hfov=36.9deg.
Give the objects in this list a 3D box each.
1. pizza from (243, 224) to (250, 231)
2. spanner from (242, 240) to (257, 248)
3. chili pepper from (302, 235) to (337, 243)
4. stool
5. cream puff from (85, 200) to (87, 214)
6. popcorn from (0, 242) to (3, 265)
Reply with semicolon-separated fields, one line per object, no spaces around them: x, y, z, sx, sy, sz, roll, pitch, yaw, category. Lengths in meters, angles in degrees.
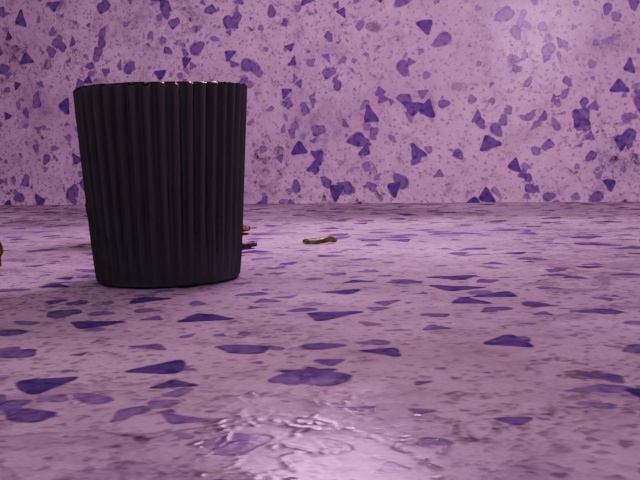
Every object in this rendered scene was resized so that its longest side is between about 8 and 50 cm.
-0.221;-0.028;2.531;0.100;0.029;0.099;3;-1;19;pizza
-0.267;0.019;2.047;0.325;0.026;0.093;-4;5;-42;spanner
0.000;-0.001;2.197;0.083;0.017;0.030;-3;4;-12;chili pepper
-0.265;-0.098;1.644;0.297;0.330;0.297;-2;6;0;stool
-0.401;-0.113;2.303;0.350;0.229;0.350;-11;-3;-1;cream puff
-0.581;0.024;1.456;0.197;0.156;0.197;12;-9;2;popcorn
